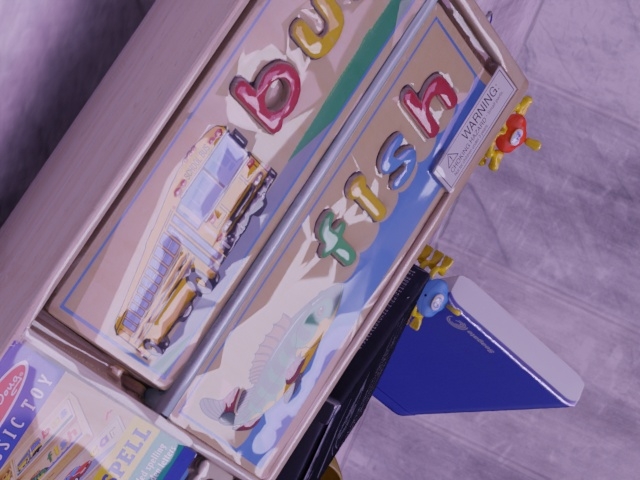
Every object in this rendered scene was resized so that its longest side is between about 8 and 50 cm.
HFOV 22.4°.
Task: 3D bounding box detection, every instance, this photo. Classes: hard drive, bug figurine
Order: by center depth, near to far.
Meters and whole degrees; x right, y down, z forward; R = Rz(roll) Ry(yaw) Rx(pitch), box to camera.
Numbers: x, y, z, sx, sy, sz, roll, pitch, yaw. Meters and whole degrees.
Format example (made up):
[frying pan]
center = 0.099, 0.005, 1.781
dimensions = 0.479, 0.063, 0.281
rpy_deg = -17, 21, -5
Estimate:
[bug figurine]
center = 0.102, -0.056, 1.716
dimensions = 0.072, 0.216, 0.279
rpy_deg = 17, 98, -58
[hard drive]
center = 0.126, 0.130, 1.882
dimensions = 0.319, 0.210, 0.040
rpy_deg = -12, -137, 55

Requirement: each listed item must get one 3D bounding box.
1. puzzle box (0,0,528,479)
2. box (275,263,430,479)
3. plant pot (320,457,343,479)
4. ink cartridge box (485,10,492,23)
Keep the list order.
[puzzle box]
center = -0.048, -0.001, 0.915
dimensions = 0.409, 0.052, 0.272
rpy_deg = -57, 143, -8
[box]
center = -0.023, 0.098, 1.159
dimensions = 0.207, 0.108, 0.153
rpy_deg = -48, 165, -58
[plant pot]
center = -0.037, 0.303, 2.216
dimensions = 0.095, 0.134, 0.134
rpy_deg = -92, -165, -48
[ink cartridge box]
center = 0.008, -0.030, 1.466
dimensions = 0.330, 0.071, 0.324
rpy_deg = -43, 159, -38
